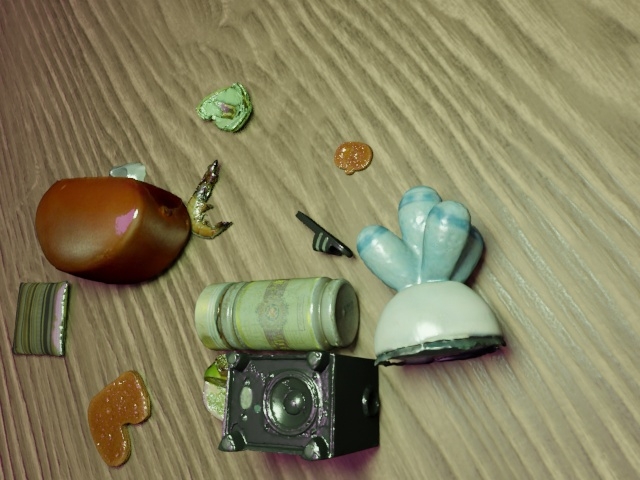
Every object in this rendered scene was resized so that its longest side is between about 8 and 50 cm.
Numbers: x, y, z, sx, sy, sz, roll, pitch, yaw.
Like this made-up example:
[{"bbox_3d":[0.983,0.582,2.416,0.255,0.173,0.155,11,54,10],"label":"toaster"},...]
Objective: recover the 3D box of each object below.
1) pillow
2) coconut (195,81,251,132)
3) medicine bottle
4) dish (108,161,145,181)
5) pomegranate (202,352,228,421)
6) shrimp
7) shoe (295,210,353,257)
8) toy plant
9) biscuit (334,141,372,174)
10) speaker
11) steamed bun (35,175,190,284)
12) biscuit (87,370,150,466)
[{"bbox_3d":[-0.792,0.220,1.540,0.212,0.052,0.208,-4,78,28],"label":"pillow"},{"bbox_3d":[-0.232,-0.339,1.393,0.158,0.055,0.133,38,95,27],"label":"coconut"},{"bbox_3d":[-0.091,0.157,1.149,0.322,0.151,0.152,-5,75,25],"label":"medicine bottle"},{"bbox_3d":[-0.556,-0.184,1.526,0.137,0.039,0.091,13,84,27],"label":"dish"},{"bbox_3d":[-0.182,0.300,1.173,0.143,0.122,0.169,7,116,22],"label":"pomegranate"},{"bbox_3d":[-0.267,-0.095,1.361,0.147,0.035,0.195,33,101,31],"label":"shrimp"},{"bbox_3d":[0.000,0.000,1.191,0.179,0.071,0.049,39,97,34],"label":"shoe"},{"bbox_3d":[0.195,0.053,1.001,0.247,0.247,0.333,-14,68,23],"label":"toy plant"},{"bbox_3d":[0.073,-0.186,1.228,0.091,0.015,0.078,15,86,29],"label":"biscuit"},{"bbox_3d":[-0.031,0.308,1.027,0.232,0.254,0.184,-6,74,25],"label":"speaker"},{"bbox_3d":[-0.528,-0.017,1.360,0.379,0.235,0.249,3,79,28],"label":"steamed bun"},{"bbox_3d":[-0.490,0.441,1.345,0.192,0.036,0.186,-39,67,13],"label":"biscuit"}]
